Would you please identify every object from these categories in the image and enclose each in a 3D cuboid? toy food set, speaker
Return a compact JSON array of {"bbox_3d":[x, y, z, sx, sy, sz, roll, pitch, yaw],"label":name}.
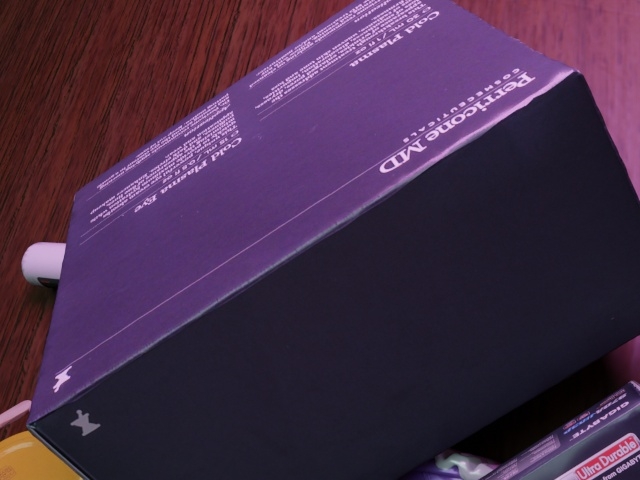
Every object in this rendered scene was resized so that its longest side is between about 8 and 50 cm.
[{"bbox_3d":[-0.271,0.252,0.756,0.128,0.071,0.217,-36,43,-25],"label":"toy food set"},{"bbox_3d":[-0.279,0.030,0.913,0.136,0.055,0.055,3,62,36],"label":"speaker"}]

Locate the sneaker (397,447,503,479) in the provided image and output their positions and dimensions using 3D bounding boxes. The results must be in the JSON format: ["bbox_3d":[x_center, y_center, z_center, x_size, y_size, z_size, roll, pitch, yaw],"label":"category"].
[{"bbox_3d":[0.037,0.194,0.555,0.236,0.095,0.105,-11,60,37],"label":"sneaker"}]

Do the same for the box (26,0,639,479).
[{"bbox_3d":[0.000,0.000,0.572,0.343,0.179,0.312,-33,28,7],"label":"box"}]

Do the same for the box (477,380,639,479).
[{"bbox_3d":[0.134,0.210,0.433,0.220,0.051,0.175,-36,83,10],"label":"box"}]
